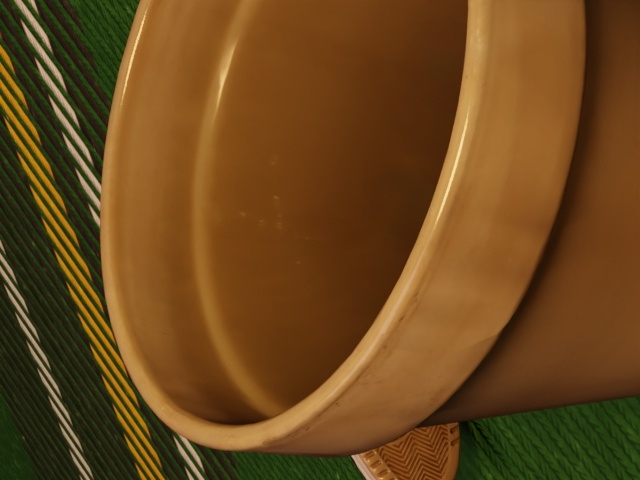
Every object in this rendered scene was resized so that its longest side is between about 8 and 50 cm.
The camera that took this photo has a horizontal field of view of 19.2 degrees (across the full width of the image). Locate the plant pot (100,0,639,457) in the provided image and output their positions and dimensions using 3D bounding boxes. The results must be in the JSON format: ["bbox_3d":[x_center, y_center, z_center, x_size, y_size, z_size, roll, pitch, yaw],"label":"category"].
[{"bbox_3d":[0.084,-0.037,0.948,0.323,0.280,0.323,-25,59,51],"label":"plant pot"}]

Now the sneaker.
[{"bbox_3d":[0.008,0.096,1.517,0.282,0.099,0.153,63,151,12],"label":"sneaker"}]
